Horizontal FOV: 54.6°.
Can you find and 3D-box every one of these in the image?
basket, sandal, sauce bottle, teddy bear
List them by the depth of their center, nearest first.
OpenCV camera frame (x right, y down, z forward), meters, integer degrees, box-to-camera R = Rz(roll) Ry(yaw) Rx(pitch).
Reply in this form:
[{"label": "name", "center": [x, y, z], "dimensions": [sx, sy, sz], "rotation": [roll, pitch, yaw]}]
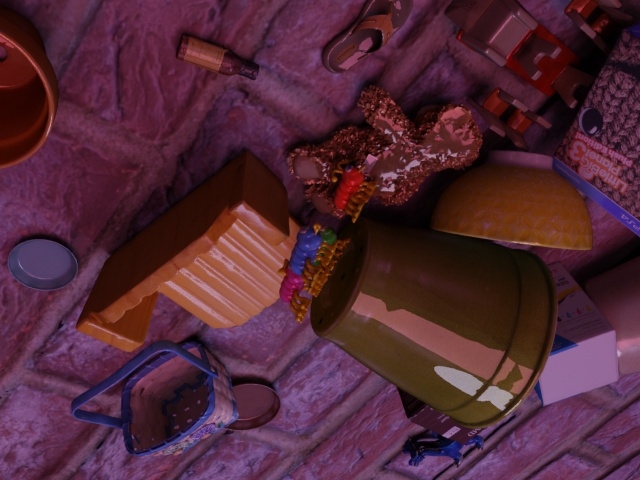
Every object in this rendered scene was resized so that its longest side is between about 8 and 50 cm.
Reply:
[{"label": "sauce bottle", "center": [-0.159, -0.282, 0.969], "dimensions": [0.128, 0.042, 0.042], "rotation": [14, 122, -24]}, {"label": "sandal", "center": [0.078, -0.329, 0.983], "dimensions": [0.180, 0.049, 0.072], "rotation": [-40, 124, 17]}, {"label": "teddy bear", "center": [0.108, -0.155, 1.098], "dimensions": [0.338, 0.113, 0.245], "rotation": [-34, 121, 22]}, {"label": "basket", "center": [-0.319, 0.319, 1.275], "dimensions": [0.254, 0.201, 0.289], "rotation": [-35, 136, 14]}]

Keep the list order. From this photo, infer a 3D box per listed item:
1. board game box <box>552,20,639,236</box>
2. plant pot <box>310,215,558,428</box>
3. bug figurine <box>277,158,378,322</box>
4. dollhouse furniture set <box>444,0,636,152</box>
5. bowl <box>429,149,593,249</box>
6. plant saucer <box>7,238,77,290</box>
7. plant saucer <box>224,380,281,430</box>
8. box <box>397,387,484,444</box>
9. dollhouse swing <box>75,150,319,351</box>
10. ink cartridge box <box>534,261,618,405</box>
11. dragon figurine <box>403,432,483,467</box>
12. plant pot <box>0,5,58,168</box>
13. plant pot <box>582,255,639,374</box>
[{"label": "board game box", "center": [0.559, -0.184, 1.023], "dimensions": [0.141, 0.232, 0.291], "rotation": [-29, 150, -27]}, {"label": "plant pot", "center": [0.183, 0.126, 1.179], "dimensions": [0.352, 0.366, 0.367], "rotation": [22, 119, -17]}, {"label": "bug figurine", "center": [0.000, 0.000, 0.999], "dimensions": [0.072, 0.279, 0.216], "rotation": [27, 130, 6]}, {"label": "dollhouse furniture set", "center": [0.339, -0.320, 1.027], "dimensions": [0.259, 0.135, 0.262], "rotation": [19, 120, -38]}, {"label": "bowl", "center": [0.351, -0.080, 1.128], "dimensions": [0.289, 0.289, 0.156], "rotation": [5, 95, -17]}, {"label": "plant saucer", "center": [-0.508, 0.040, 1.139], "dimensions": [0.119, 0.021, 0.119], "rotation": [-6, 127, -8]}, {"label": "plant saucer", "center": [-0.178, 0.387, 1.469], "dimensions": [0.168, 0.029, 0.169], "rotation": [-7, 126, -9]}, {"label": "box", "center": [0.304, 0.341, 1.459], "dimensions": [0.203, 0.167, 0.168], "rotation": [31, 114, -30]}, {"label": "dollhouse swing", "center": [-0.168, 0.079, 1.099], "dimensions": [0.346, 0.315, 0.305], "rotation": [-35, 115, 13]}, {"label": "ink cartridge box", "center": [0.509, 0.199, 1.360], "dimensions": [0.171, 0.233, 0.168], "rotation": [-21, 126, 3]}, {"label": "dragon figurine", "center": [0.353, 0.520, 1.655], "dimensions": [0.144, 0.085, 0.289], "rotation": [31, 115, -31]}, {"label": "plant pot", "center": [-0.457, -0.230, 0.844], "dimensions": [0.205, 0.188, 0.205], "rotation": [-6, 127, -8]}, {"label": "plant pot", "center": [0.762, 0.145, 1.352], "dimensions": [0.305, 0.334, 0.334], "rotation": [-22, 129, 17]}]
